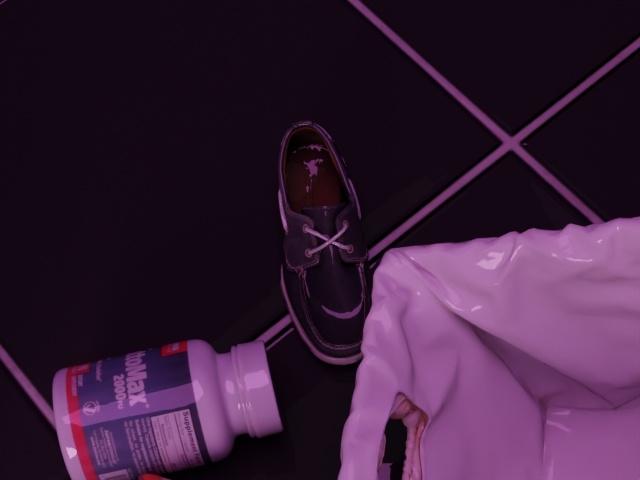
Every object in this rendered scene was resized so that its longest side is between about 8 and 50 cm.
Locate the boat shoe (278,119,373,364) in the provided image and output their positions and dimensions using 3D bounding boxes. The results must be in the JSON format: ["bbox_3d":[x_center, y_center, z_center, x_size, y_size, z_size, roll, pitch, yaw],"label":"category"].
[{"bbox_3d":[0.000,0.000,1.213,0.084,0.079,0.233,-8,64,-1],"label":"boat shoe"}]

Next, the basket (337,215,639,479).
[{"bbox_3d":[0.215,0.184,0.931,0.331,0.266,0.328,-8,58,32],"label":"basket"}]

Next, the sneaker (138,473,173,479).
[{"bbox_3d":[-0.195,0.333,1.038,0.148,0.131,0.350,31,64,28],"label":"sneaker"}]

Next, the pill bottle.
[{"bbox_3d":[-0.127,0.142,1.131,0.180,0.108,0.108,-13,62,-2],"label":"pill bottle"}]
